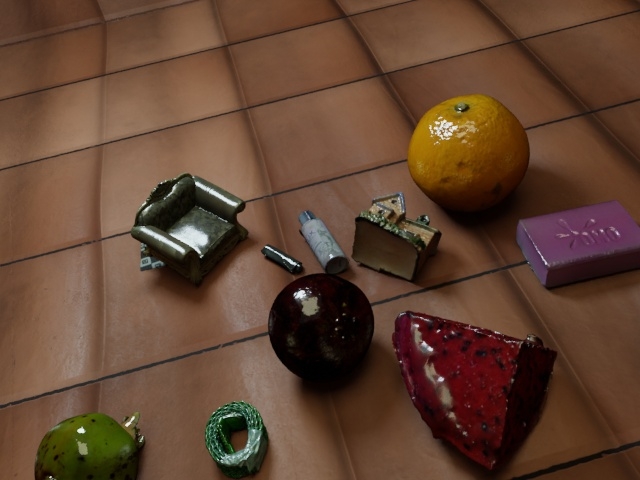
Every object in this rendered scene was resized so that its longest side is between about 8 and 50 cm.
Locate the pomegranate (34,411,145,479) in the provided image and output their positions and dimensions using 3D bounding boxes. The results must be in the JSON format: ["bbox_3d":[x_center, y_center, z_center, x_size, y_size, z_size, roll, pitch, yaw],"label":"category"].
[{"bbox_3d":[-0.440,0.411,1.292,0.198,0.198,0.246,4,42,16],"label":"pomegranate"}]

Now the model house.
[{"bbox_3d":[0.197,-0.021,1.643,0.182,0.167,0.172,27,51,19],"label":"model house"}]

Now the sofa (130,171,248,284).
[{"bbox_3d":[-0.334,-0.044,1.730,0.200,0.182,0.258,29,53,21],"label":"sofa"}]

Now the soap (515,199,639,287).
[{"bbox_3d":[0.621,0.004,1.579,0.259,0.081,0.181,-12,43,-1],"label":"soap"}]

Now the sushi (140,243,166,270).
[{"bbox_3d":[-0.435,-0.004,1.839,0.139,0.031,0.201,-13,43,-3],"label":"sushi"}]

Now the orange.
[{"bbox_3d":[0.379,-0.223,1.716,0.311,0.312,0.312,-6,43,5],"label":"orange"}]

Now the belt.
[{"bbox_3d":[-0.169,0.394,1.333,0.121,0.079,0.151,-12,44,-1],"label":"belt"}]

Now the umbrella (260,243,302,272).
[{"bbox_3d":[-0.100,0.047,1.719,0.133,0.031,0.036,27,81,33],"label":"umbrella"}]

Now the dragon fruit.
[{"bbox_3d":[0.297,0.223,1.307,0.330,0.240,0.302,34,40,29],"label":"dragon fruit"}]

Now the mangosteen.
[{"bbox_3d":[-0.015,0.183,1.446,0.235,0.236,0.261,-41,17,-28],"label":"mangosteen"}]

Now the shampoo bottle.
[{"bbox_3d":[0.000,0.000,1.722,0.072,0.072,0.214,-21,44,-11],"label":"shampoo bottle"}]
